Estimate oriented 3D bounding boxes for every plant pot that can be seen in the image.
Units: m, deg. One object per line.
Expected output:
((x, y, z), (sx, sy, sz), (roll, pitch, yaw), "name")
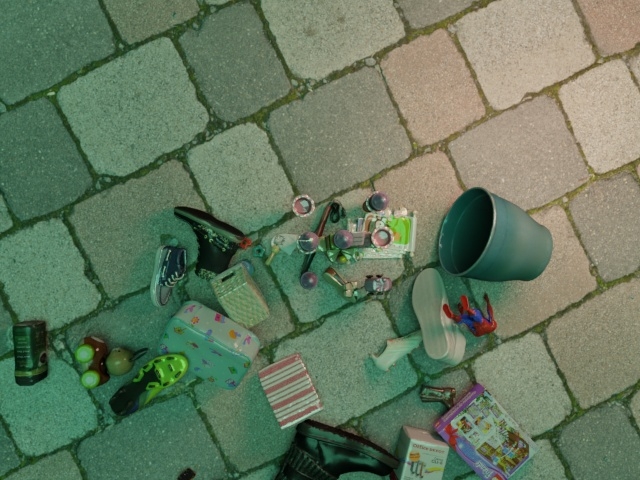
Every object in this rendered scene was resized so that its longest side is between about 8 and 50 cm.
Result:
((0.534, 0.008, 1.810), (0.256, 0.272, 0.271), (17, 91, -19), "plant pot")

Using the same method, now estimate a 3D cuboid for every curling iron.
((0.000, 0.000, 1.872), (0.068, 0.035, 0.273), (28, 90, -4), "curling iron")

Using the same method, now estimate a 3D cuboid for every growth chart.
((0.189, -0.017, 1.894), (0.238, 0.021, 0.171), (-4, 91, -5), "growth chart")

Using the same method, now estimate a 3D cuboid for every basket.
((-0.233, 0.172, 1.794), (0.113, 0.103, 0.167), (-31, 126, -2), "basket")

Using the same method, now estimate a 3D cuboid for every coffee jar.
((-0.856, 0.332, 1.791), (0.079, 0.096, 0.184), (-2, 92, -1), "coffee jar")

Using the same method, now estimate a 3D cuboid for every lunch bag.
((-0.333, 0.311, 1.784), (0.279, 0.107, 0.224), (30, 131, -2), "lunch bag")

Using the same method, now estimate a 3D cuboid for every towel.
((-0.092, 0.461, 1.857), (0.144, 0.029, 0.197), (-25, 74, -4), "towel")

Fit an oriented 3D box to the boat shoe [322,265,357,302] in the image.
((0.066, 0.136, 1.879), (0.137, 0.049, 0.043), (44, 50, -7), "boat shoe")

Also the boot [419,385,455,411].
((0.366, 0.513, 1.919), (0.114, 0.037, 0.106), (3, 88, -3), "boot")

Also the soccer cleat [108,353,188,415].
((-0.497, 0.415, 1.791), (0.289, 0.121, 0.093), (-37, 82, 14), "soccer cleat")

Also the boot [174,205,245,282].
((-0.359, 0.012, 1.820), (0.237, 0.085, 0.178), (25, 105, 12), "boot")

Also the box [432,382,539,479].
((0.520, 0.617, 1.902), (0.201, 0.057, 0.293), (-42, 103, -2), "box")

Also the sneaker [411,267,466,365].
((0.369, 0.243, 1.882), (0.108, 0.169, 0.292), (-16, 60, 27), "sneaker")

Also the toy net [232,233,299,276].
((-0.174, 0.032, 1.861), (0.232, 0.045, 0.122), (-25, 65, -6), "toy net")

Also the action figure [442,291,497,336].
((0.457, 0.207, 1.849), (0.092, 0.280, 0.139), (-28, 52, 23), "action figure")

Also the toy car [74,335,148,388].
((-0.606, 0.341, 1.789), (0.189, 0.155, 0.148), (-12, 93, -13), "toy car")

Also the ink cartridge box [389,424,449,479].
((0.303, 0.684, 1.874), (0.128, 0.127, 0.176), (13, 90, -4), "ink cartridge box")

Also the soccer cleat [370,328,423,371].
((0.247, 0.328, 1.889), (0.196, 0.068, 0.076), (-38, 87, -1), "soccer cleat")

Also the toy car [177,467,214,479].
((-0.381, 0.750, 1.864), (0.122, 0.060, 0.040), (27, 122, 2), "toy car")

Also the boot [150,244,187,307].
((-0.451, 0.110, 1.813), (0.086, 0.069, 0.189), (5, 92, 23), "boot")

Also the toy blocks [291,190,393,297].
((0.071, 0.016, 1.722), (0.289, 0.260, 0.308), (-4, 88, -8), "toy blocks")

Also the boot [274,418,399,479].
((0.042, 0.717, 1.851), (0.348, 0.131, 0.260), (18, 84, 6), "boot")
